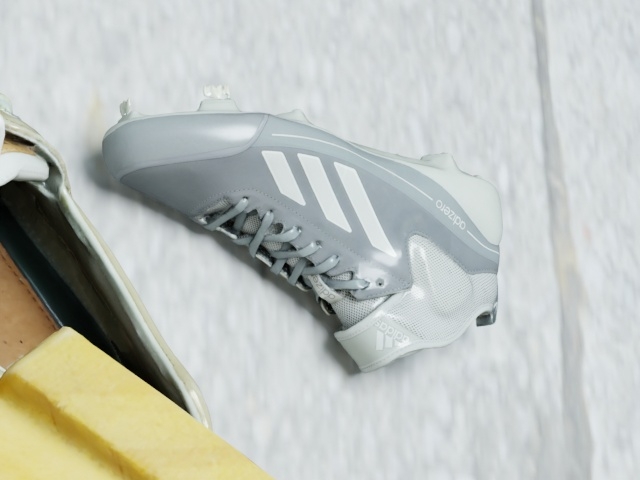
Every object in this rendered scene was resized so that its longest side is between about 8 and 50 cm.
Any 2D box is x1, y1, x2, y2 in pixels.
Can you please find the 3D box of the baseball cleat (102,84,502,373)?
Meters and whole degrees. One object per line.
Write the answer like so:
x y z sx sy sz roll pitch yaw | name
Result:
0.000 0.000 0.842 0.206 0.072 0.109 9 70 -28 | baseball cleat

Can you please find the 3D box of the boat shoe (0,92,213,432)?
-0.146 -0.013 0.721 0.302 0.103 0.113 51 49 -4 | boat shoe

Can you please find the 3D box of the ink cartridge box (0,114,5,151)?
-0.244 -0.074 0.593 0.198 0.115 0.273 -18 58 -25 | ink cartridge box

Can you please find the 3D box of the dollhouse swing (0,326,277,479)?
-0.213 0.198 0.602 0.347 0.305 0.315 -40 136 -41 | dollhouse swing
